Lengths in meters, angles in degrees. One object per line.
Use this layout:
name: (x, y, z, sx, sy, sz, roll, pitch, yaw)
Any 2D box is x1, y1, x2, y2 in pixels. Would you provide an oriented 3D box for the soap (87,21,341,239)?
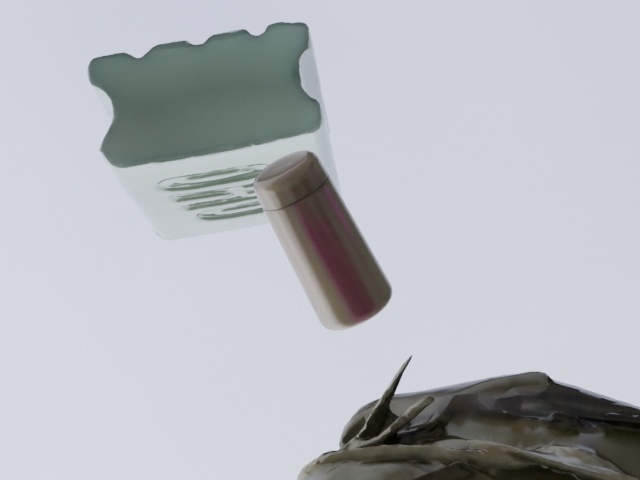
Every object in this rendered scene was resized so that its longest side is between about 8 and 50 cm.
soap: (-0.072, -0.075, 1.415, 0.159, 0.265, 0.088, -11, -102, 1)

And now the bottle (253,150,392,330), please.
bottle: (0.000, 0.000, 1.032, 0.045, 0.045, 0.096, -44, -67, -39)

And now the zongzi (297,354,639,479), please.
zongzi: (0.133, 0.240, 0.656, 0.499, 0.218, 0.467, 13, -152, 3)
